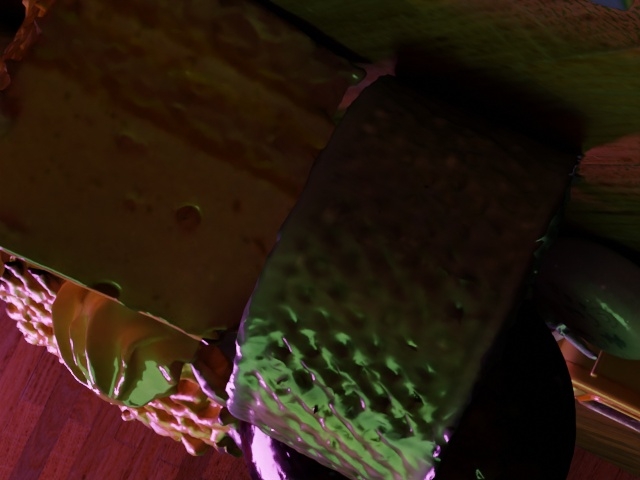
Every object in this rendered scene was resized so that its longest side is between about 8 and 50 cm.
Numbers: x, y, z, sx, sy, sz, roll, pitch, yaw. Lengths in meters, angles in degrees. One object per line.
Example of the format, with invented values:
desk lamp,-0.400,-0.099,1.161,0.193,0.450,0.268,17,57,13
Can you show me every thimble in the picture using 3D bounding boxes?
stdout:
thimble,0.059,0.035,0.904,0.150,0.270,0.271,26,173,9

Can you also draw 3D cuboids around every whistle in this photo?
whistle,0.204,0.028,1.159,0.258,0.067,0.126,26,162,37

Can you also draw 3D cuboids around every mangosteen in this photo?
mangosteen,0.074,0.147,1.159,0.311,0.311,0.311,25,173,3

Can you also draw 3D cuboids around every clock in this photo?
clock,0.352,0.158,1.473,0.202,0.096,0.143,25,170,4

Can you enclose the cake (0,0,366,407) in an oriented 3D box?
cake,-0.145,-0.041,0.949,0.227,0.286,0.222,28,173,-18

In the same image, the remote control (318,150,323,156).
remote control,0.008,-0.062,1.257,0.109,0.055,0.313,37,173,-30

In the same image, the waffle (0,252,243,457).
waffle,-0.179,0.106,1.277,0.329,0.062,0.329,28,155,14

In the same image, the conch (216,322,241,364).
conch,-0.083,0.032,1.379,0.249,0.197,0.368,-18,135,21

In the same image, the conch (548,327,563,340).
conch,0.161,0.096,1.464,0.245,0.178,0.163,-8,115,27

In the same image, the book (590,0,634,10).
book,-0.042,-0.198,0.450,0.264,0.031,0.379,23,173,26

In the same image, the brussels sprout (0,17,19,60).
brussels sprout,-0.356,-0.092,1.406,0.315,0.276,0.371,23,173,-3

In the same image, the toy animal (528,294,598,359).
toy animal,0.175,0.046,1.313,0.269,0.082,0.137,27,174,-2
